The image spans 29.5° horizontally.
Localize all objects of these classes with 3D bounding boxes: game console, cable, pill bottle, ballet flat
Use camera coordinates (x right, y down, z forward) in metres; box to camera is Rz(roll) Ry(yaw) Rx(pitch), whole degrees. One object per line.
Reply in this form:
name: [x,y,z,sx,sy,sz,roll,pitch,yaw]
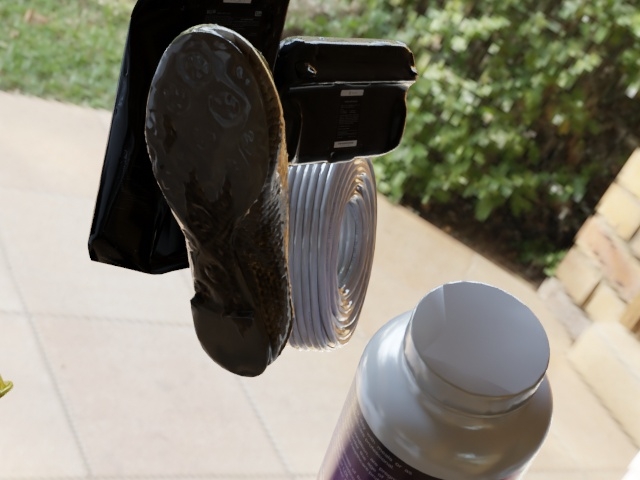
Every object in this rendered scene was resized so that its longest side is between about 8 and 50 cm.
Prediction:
game console: [-0.031,-0.094,0.958,0.044,0.213,0.361,25,20,30]
cable: [0.000,0.000,1.394,0.089,0.257,0.257,6,-3,16]
pill bottle: [0.106,0.186,1.147,0.181,0.323,0.182,7,49,-8]
ballet flat: [-0.048,-0.022,0.719,0.084,0.250,0.058,17,44,24]

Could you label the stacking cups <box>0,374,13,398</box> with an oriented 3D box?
stacking cups: [-0.353,-0.005,0.987,0.096,0.096,0.316,-30,100,-59]
